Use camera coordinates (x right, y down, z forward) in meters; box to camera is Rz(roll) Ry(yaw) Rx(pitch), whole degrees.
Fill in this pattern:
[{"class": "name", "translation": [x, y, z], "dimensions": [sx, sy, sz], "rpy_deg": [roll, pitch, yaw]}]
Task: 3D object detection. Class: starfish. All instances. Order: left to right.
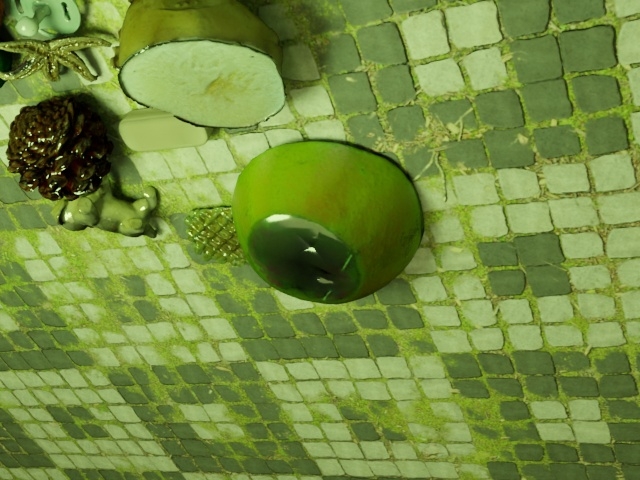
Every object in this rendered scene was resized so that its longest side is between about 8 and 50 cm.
[{"class": "starfish", "translation": [-0.506, -0.345, 1.597], "dimensions": [0.213, 0.057, 0.238], "rpy_deg": [-21, 162, 18]}]

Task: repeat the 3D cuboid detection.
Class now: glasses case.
[{"class": "glasses case", "translation": [-0.307, -0.223, 1.706], "dimensions": [0.196, 0.050, 0.083], "rpy_deg": [-1, 134, 23]}]

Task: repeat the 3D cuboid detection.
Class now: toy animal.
[{"class": "toy animal", "translation": [-0.470, -0.069, 1.876], "dimensions": [0.233, 0.121, 0.169], "rpy_deg": [13, 153, -5]}]

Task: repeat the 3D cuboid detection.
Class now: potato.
[{"class": "potato", "translation": [-0.195, -0.335, 1.474], "dimensions": [0.299, 0.196, 0.246], "rpy_deg": [17, 147, -38]}]

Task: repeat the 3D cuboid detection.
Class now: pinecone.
[{"class": "pinecone", "translation": [-0.515, -0.179, 1.728], "dimensions": [0.221, 0.221, 0.221], "rpy_deg": [11, 135, 11]}]

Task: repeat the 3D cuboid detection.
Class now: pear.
[{"class": "pear", "translation": [0.000, 0.000, 1.695], "dimensions": [0.398, 0.165, 0.399], "rpy_deg": [8, 133, 8]}]

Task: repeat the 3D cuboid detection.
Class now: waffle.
[{"class": "waffle", "translation": [-0.207, -0.007, 1.883], "dimensions": [0.183, 0.036, 0.169], "rpy_deg": [-1, 131, 21]}]

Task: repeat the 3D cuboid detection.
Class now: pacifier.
[{"class": "pacifier", "translation": [-0.515, -0.406, 1.565], "dimensions": [0.150, 0.117, 0.127], "rpy_deg": [14, 141, 5]}]

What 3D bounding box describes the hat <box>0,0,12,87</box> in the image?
[{"class": "hat", "translation": [-0.674, -0.407, 1.527], "dimensions": [0.285, 0.285, 0.400], "rpy_deg": [1, 136, 20]}]
